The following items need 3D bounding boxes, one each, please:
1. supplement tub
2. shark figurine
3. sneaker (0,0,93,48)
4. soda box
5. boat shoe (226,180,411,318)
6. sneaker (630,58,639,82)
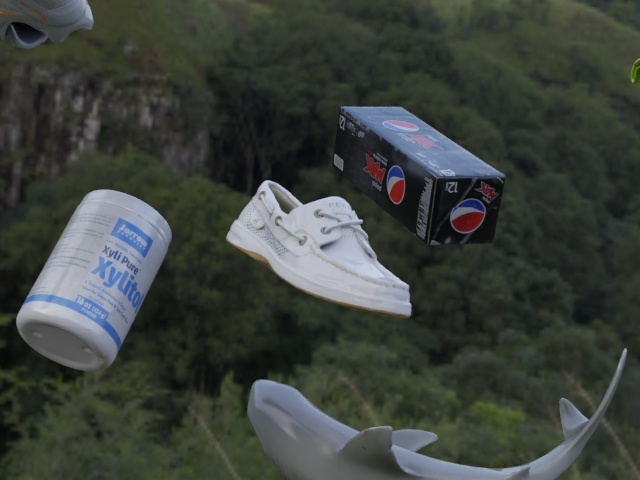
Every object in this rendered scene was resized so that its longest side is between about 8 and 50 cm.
[{"bbox_3d":[-0.151,0.027,0.785,0.071,0.107,0.071,16,-31,10],"label":"supplement tub"},{"bbox_3d":[0.076,0.150,0.814,0.278,0.116,0.166,-2,48,8],"label":"shark figurine"},{"bbox_3d":[-0.300,-0.228,1.038,0.099,0.121,0.262,-39,37,-27],"label":"sneaker"},{"bbox_3d":[0.070,-0.052,0.880,0.060,0.053,0.169,-2,24,-24],"label":"soda box"},{"bbox_3d":[0.000,0.000,1.195,0.098,0.096,0.277,17,7,-41],"label":"boat shoe"},{"bbox_3d":[0.337,-0.171,0.893,0.235,0.097,0.084,-33,-21,37],"label":"sneaker"}]
